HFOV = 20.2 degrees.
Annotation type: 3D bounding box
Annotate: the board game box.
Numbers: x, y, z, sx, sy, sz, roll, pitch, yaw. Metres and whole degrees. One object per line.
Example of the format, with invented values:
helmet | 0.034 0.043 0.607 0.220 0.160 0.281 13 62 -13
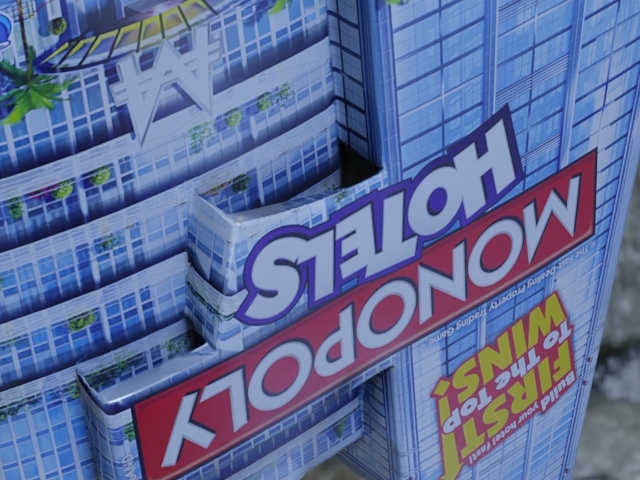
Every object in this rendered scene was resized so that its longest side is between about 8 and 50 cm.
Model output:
board game box | 0.000 0.000 0.395 0.060 0.194 0.194 33 -39 41
